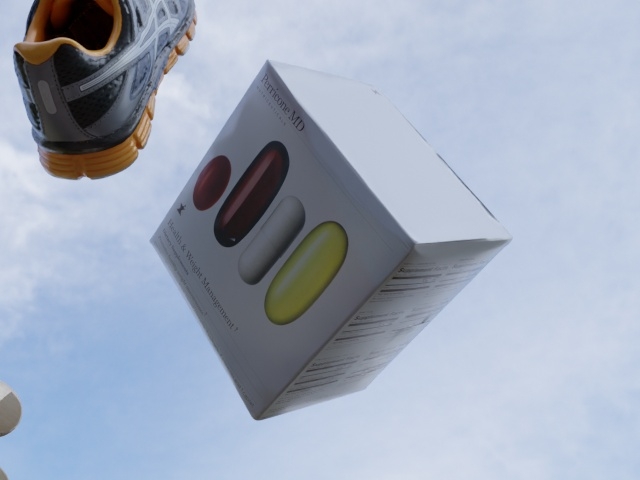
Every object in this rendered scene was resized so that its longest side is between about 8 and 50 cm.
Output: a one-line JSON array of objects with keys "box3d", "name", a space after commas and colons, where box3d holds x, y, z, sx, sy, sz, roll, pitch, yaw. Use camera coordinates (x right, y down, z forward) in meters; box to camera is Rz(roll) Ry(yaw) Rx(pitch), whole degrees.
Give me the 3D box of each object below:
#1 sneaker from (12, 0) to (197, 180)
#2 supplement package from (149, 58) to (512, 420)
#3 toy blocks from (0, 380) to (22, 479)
[{"box3d": [-0.127, -0.138, 0.432, 0.084, 0.214, 0.083, -4, -38, 3], "name": "sneaker"}, {"box3d": [0.000, 0.000, 0.587, 0.149, 0.194, 0.203, -2, -42, -51], "name": "supplement package"}, {"box3d": [-0.279, 0.188, 0.516, 0.054, 0.123, 0.148, 29, -64, -32], "name": "toy blocks"}]
